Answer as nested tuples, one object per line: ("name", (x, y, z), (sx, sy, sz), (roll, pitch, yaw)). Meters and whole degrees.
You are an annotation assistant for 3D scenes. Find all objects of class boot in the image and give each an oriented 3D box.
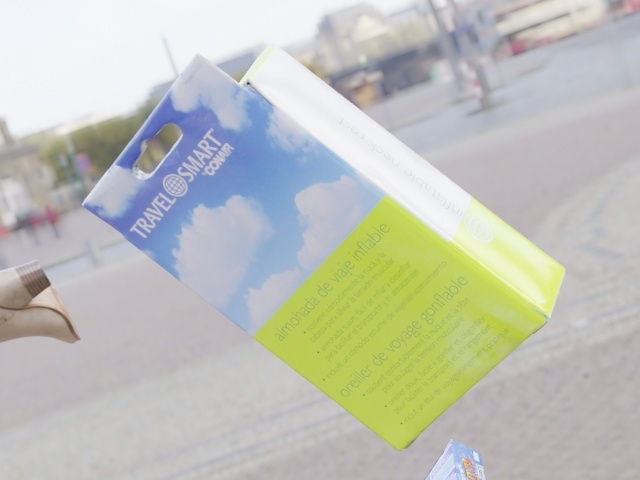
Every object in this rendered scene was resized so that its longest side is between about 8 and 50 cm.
("boot", (-0.225, 0.059, 1.191), (0.087, 0.042, 0.118), (-30, -34, -8))

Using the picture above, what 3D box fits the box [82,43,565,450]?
("box", (0.000, 0.000, 0.710), (0.109, 0.178, 0.042), (-48, 7, 38))

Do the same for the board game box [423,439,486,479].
("board game box", (0.086, 0.296, 1.513), (0.201, 0.035, 0.136), (-58, 14, 21))
